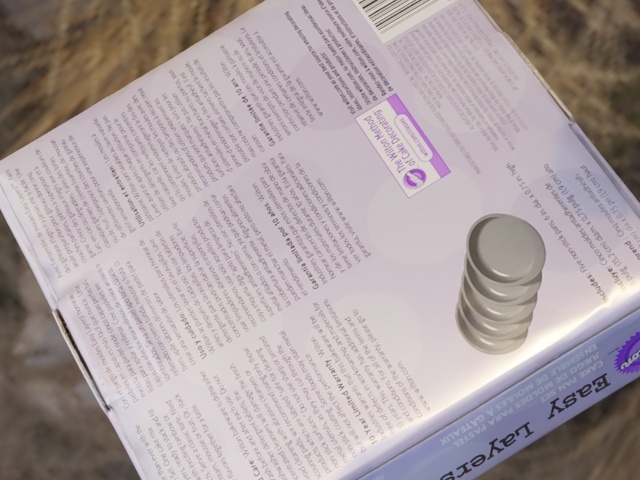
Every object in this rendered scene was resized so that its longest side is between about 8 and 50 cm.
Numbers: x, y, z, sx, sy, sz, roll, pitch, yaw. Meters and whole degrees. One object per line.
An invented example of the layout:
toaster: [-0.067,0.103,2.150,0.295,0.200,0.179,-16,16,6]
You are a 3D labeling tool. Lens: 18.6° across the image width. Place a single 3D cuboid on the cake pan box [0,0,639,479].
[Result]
cake pan box: [0.000,0.000,0.894,0.267,0.245,0.070,56,176,35]
